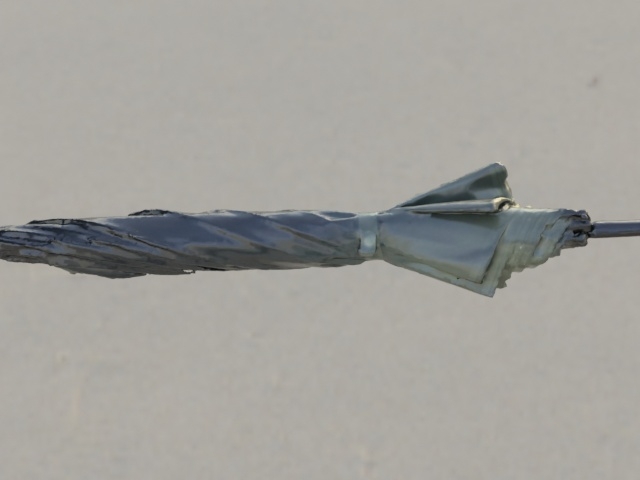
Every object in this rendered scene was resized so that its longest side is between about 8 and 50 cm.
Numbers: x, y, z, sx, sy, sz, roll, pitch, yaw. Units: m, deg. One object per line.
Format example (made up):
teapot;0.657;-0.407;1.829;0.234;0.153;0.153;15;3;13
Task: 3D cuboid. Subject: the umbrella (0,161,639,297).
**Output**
umbrella;0.001;-0.005;0.547;0.269;0.044;0.044;3;-16;12
